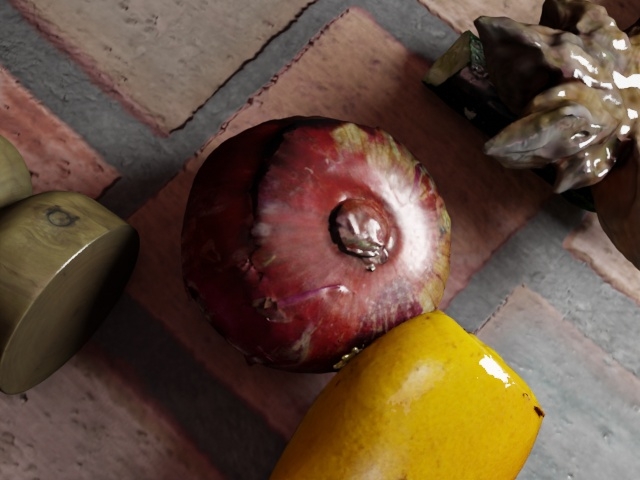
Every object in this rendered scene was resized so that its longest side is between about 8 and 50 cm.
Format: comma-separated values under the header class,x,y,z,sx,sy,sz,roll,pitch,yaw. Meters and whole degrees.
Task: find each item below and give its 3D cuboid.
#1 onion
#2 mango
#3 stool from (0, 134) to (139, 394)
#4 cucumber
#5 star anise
class,x,y,z,sx,sy,sz,roll,pitch,yaw
onion,0.000,0.000,0.757,0.246,0.190,0.246,5,77,-20
mango,0.061,0.190,0.713,0.257,0.187,0.138,-50,43,3
stool,-0.320,-0.012,0.747,0.264,0.179,0.179,33,73,8
cucumber,0.214,-0.119,0.869,0.241,0.074,0.074,41,74,8
star anise,0.266,-0.104,0.778,0.315,0.108,0.315,12,61,-24
